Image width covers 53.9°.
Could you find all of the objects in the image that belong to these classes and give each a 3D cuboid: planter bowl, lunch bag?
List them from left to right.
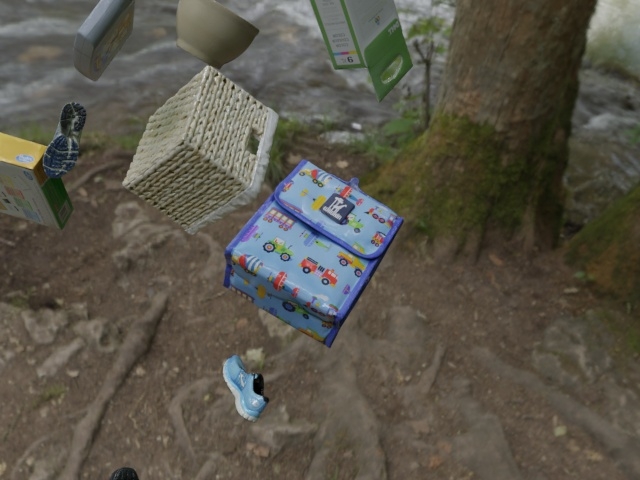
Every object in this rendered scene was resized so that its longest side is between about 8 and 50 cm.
[{"bbox_3d":[-0.214,-0.403,1.224,0.162,0.109,0.162,29,11,-6],"label":"planter bowl"},{"bbox_3d":[0.000,0.000,1.116,0.221,0.138,0.293,29,58,8],"label":"lunch bag"}]

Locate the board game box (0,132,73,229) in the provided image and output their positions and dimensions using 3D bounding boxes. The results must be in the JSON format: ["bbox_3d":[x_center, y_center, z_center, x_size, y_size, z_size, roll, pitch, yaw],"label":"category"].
[{"bbox_3d":[-0.714,-0.149,1.343,0.316,0.242,0.064,17,60,1],"label":"board game box"}]

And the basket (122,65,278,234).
[{"bbox_3d":[-0.333,-0.252,1.787,0.266,0.331,0.328,35,47,-32],"label":"basket"}]

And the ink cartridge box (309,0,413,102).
[{"bbox_3d":[0.054,-0.311,0.884,0.062,0.209,0.109,7,46,39],"label":"ink cartridge box"}]

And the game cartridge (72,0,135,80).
[{"bbox_3d":[-0.534,-0.501,1.552,0.062,0.297,0.198,30,79,-15],"label":"game cartridge"}]

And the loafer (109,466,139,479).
[{"bbox_3d":[-0.376,0.534,1.156,0.076,0.078,0.223,12,69,-38],"label":"loafer"}]

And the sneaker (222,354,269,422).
[{"bbox_3d":[-0.145,0.294,1.296,0.073,0.063,0.162,-45,45,8],"label":"sneaker"}]

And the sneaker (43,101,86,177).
[{"bbox_3d":[-0.441,-0.171,1.094,0.052,0.135,0.058,22,-3,-22],"label":"sneaker"}]
